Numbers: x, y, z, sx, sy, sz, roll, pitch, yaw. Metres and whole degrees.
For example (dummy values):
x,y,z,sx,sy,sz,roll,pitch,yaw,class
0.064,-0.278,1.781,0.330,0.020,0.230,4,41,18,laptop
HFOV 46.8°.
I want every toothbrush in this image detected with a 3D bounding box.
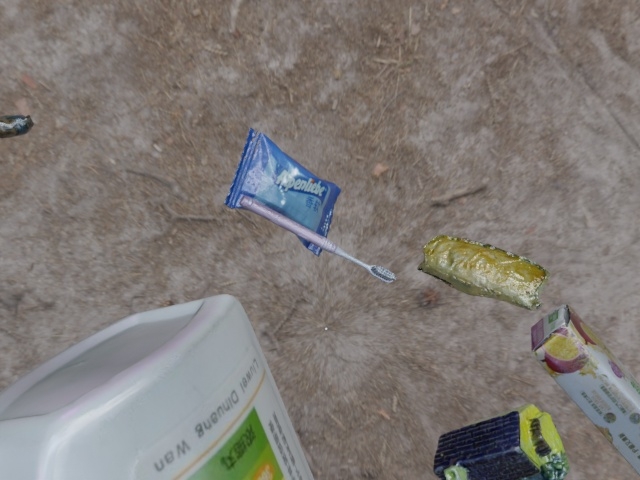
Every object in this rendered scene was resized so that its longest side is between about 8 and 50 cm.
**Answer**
x,y,z,sx,sy,sz,roll,pitch,yaw,class
0.000,0.000,1.464,0.354,0.029,0.024,28,68,-14,toothbrush

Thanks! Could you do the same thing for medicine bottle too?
x,y,z,sx,sy,sz,roll,pitch,yaw,class
-0.056,0.206,0.406,0.124,0.179,0.324,-13,103,28,medicine bottle

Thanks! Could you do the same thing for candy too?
x,y,z,sx,sy,sz,roll,pitch,yaw,class
-0.076,-0.102,1.686,0.077,0.331,0.187,12,78,42,candy

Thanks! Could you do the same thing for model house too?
x,y,z,sx,sy,sz,roll,pitch,yaw,class
0.338,0.417,1.392,0.193,0.211,0.170,-25,74,31,model house

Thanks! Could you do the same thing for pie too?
x,y,z,sx,sy,sz,roll,pitch,yaw,class
0.346,0.063,1.563,0.282,0.068,0.129,21,53,27,pie

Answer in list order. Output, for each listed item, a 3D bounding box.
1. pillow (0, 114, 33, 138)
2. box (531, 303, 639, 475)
x,y,z,sx,sy,sz,roll,pitch,yaw,class
-0.497,-0.118,0.920,0.255,0.189,0.034,-21,105,-30,pillow
0.247,0.141,0.585,0.041,0.050,0.207,-41,93,22,box
